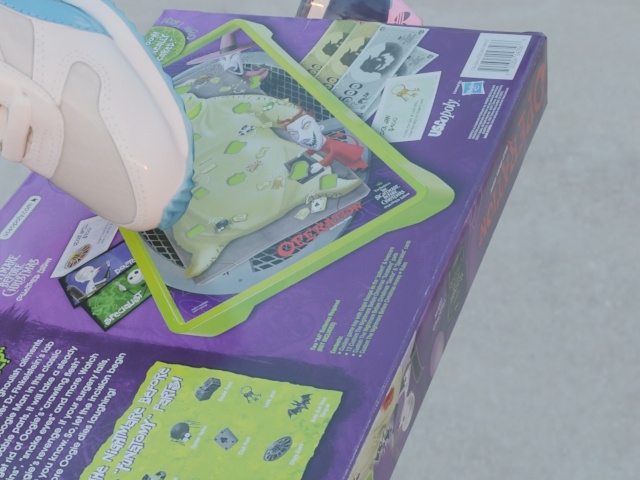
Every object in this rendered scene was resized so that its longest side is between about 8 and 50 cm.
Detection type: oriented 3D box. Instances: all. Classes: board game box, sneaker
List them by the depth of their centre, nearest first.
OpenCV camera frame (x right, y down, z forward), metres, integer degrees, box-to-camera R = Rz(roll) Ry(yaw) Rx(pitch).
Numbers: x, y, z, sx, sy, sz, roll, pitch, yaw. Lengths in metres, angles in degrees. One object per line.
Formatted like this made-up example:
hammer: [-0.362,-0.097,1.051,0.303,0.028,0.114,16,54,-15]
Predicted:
sneaker: [-0.148,-0.076,0.547,0.229,0.087,0.092,40,53,8]
board game box: [-0.046,0.017,0.570,0.208,0.056,0.347,11,44,19]
sneaker: [0.037,-0.219,1.484,0.131,0.112,0.319,19,5,-1]
